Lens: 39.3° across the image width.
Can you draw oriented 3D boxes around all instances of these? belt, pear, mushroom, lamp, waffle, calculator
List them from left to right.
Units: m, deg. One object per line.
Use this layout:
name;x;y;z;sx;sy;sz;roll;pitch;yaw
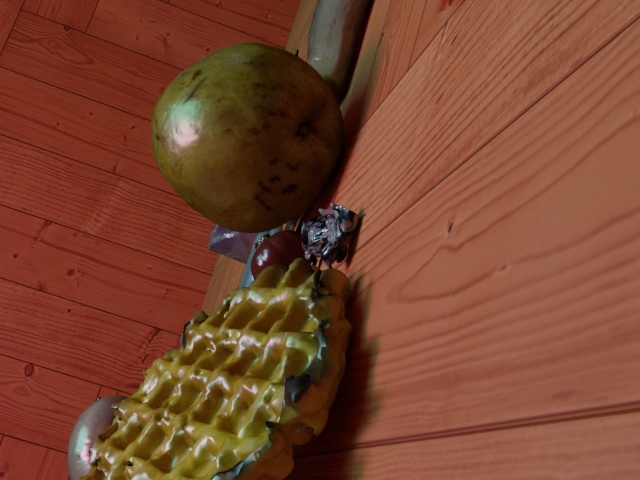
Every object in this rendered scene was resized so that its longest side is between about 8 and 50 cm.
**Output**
mushroom;-0.352;0.434;1.844;0.290;0.292;0.292;-33;27;24
waffle;-0.119;0.184;0.972;0.379;0.095;0.382;-32;20;22
calculator;-0.136;0.083;1.816;0.184;0.042;0.295;-87;18;-58
pear;-0.105;-0.167;1.434;0.304;0.303;0.304;-161;90;-80
belt;-0.150;-0.114;2.068;0.212;0.117;0.347;-91;23;-66
lamp;-0.061;0.030;1.365;0.101;0.090;0.101;-39;-21;-17
mushroom;0.041;-0.405;1.663;0.122;0.095;0.351;-2;69;59

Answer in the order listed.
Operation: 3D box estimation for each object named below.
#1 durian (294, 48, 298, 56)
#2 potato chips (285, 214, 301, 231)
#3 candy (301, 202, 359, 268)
durian;-0.035;-0.289;1.801;0.086;0.100;0.215;-86;11;-46
potato chips;-0.035;-0.053;1.571;0.092;0.028;0.208;-87;17;-55
candy;0.001;0.000;1.200;0.226;0.051;0.094;180;106;-80
